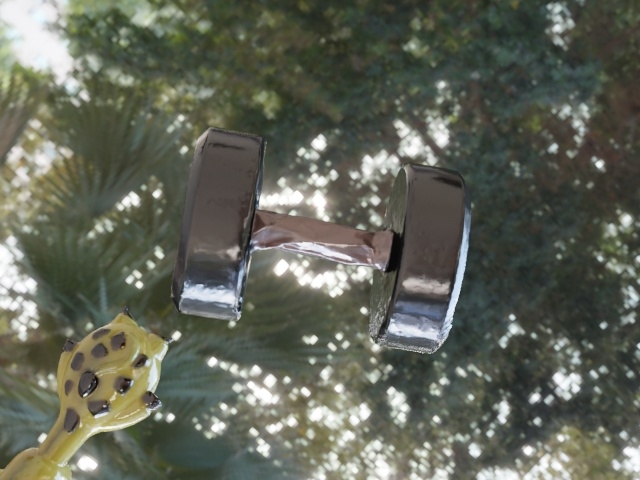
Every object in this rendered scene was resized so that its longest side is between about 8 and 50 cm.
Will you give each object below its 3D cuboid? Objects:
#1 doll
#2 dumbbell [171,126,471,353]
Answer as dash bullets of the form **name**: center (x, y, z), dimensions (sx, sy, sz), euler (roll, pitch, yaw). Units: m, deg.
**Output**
- **doll**: center (-0.249, 0.198, 1.055), dimensions (0.117, 0.086, 0.291), euler (30, -101, 23)
- **dumbbell**: center (0.000, 0.000, 0.876), dimensions (0.152, 0.218, 0.152), euler (-170, -90, -87)
